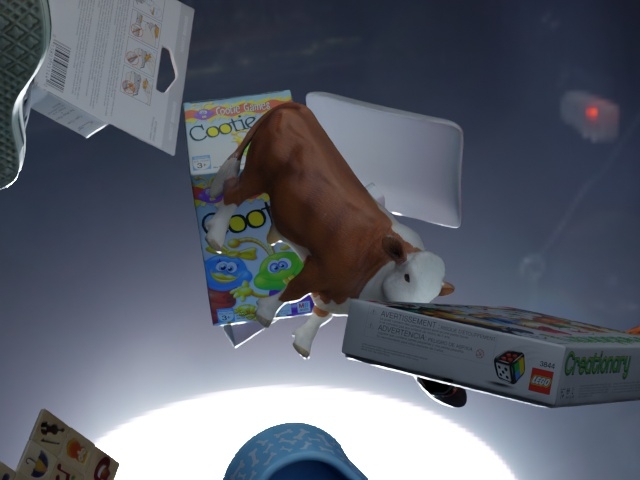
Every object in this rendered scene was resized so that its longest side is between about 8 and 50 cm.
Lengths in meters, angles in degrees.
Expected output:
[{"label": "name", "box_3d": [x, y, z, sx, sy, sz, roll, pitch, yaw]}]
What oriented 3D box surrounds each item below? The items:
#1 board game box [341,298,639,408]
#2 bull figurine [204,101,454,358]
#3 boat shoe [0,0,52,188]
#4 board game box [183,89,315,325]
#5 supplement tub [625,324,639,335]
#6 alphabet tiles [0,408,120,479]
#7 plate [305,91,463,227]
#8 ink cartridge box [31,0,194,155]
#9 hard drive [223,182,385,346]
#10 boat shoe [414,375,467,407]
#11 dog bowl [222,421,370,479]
[{"label": "board game box", "box_3d": [0.178, 0.096, 1.281, 0.193, 0.053, 0.305, 12, -177, 31]}, {"label": "bull figurine", "box_3d": [0.000, 0.000, 1.525, 0.101, 0.188, 0.310, 29, -156, -56]}, {"label": "boat shoe", "box_3d": [-0.466, -0.253, 2.009, 0.186, 0.500, 0.156, -1, -120, -14]}, {"label": "board game box", "box_3d": [-0.090, -0.038, 1.921, 0.144, 0.275, 0.142, -8, -135, -3]}, {"label": "supplement tub", "box_3d": [0.548, 0.132, 1.814, 0.316, 0.194, 0.193, -19, -156, 2]}, {"label": "alphabet tiles", "box_3d": [-0.288, 0.304, 1.536, 0.009, 0.198, 0.237, -18, -139, 39]}, {"label": "plate", "box_3d": [0.118, -0.148, 2.558, 0.278, 0.277, 0.045, 15, -124, 15]}, {"label": "ink cartridge box", "box_3d": [-0.333, -0.296, 2.321, 0.066, 0.261, 0.296, -25, -131, 41]}, {"label": "hard drive", "box_3d": [-0.029, 0.043, 2.416, 0.307, 0.203, 0.040, -34, -112, -13]}, {"label": "boat shoe", "box_3d": [0.165, 0.199, 2.039, 0.049, 0.133, 0.042, -37, -137, 7]}, {"label": "dog bowl", "box_3d": [0.017, 0.344, 1.739, 0.166, 0.297, 0.074, -48, -162, -3]}]
